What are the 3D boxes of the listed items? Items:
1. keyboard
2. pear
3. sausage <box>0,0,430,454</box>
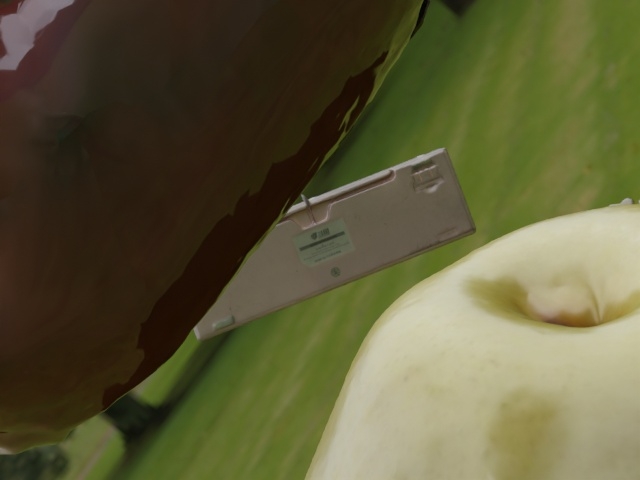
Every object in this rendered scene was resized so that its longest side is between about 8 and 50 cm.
[{"bbox_3d":[0.000,0.000,0.910,0.165,0.055,0.017,-21,5,-5],"label":"keyboard"},{"bbox_3d":[0.129,0.143,0.738,0.309,0.309,0.309,-51,8,9],"label":"pear"},{"bbox_3d":[-0.064,-0.058,0.478,0.280,0.152,0.152,-52,7,-23],"label":"sausage"}]
